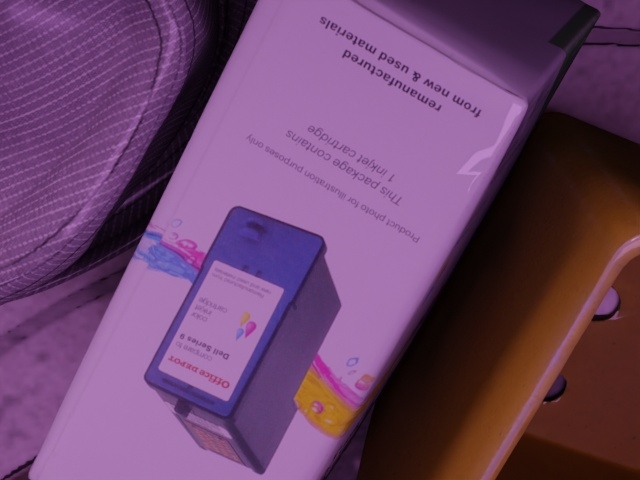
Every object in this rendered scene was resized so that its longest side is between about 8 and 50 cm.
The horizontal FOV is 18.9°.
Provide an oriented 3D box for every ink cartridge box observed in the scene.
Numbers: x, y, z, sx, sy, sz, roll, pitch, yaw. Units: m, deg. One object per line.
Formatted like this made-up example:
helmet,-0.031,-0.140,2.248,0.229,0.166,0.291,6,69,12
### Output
ink cartridge box,0.000,0.000,0.675,0.093,0.154,0.212,32,113,5

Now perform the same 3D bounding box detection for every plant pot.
plant pot,0.128,0.070,0.726,0.212,0.187,0.212,20,114,-19

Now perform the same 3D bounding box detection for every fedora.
fedora,-0.127,-0.063,0.647,0.275,0.124,0.244,-23,120,4
